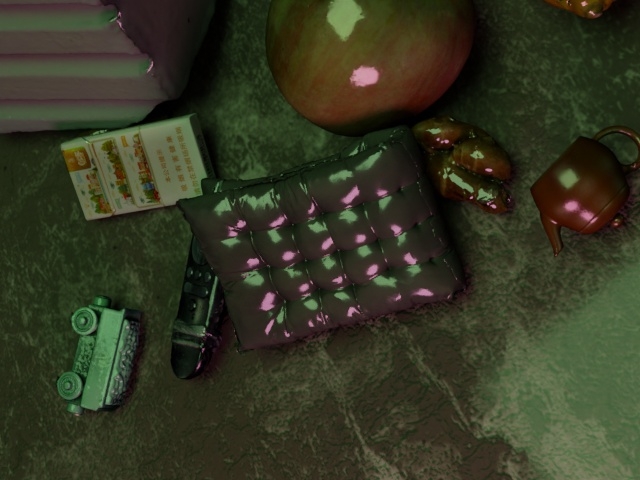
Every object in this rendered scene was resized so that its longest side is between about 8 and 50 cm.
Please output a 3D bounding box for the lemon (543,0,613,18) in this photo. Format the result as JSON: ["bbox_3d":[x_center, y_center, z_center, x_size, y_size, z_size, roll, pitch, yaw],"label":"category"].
[{"bbox_3d":[0.299,-0.378,1.716,0.188,0.188,0.257,-23,70,25],"label":"lemon"}]

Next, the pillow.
[{"bbox_3d":[0.000,0.000,1.822,0.326,0.101,0.228,-15,104,27],"label":"pillow"}]

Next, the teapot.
[{"bbox_3d":[0.317,-0.059,1.698,0.173,0.116,0.116,-47,61,-1],"label":"teapot"}]

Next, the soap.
[{"bbox_3d":[-0.383,-0.330,2.009,0.435,0.350,0.213,2,58,30],"label":"soap"}]

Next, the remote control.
[{"bbox_3d":[-0.145,0.060,1.965,0.090,0.066,0.266,14,91,58],"label":"remote control"}]

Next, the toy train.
[{"bbox_3d":[-0.308,0.165,2.033,0.099,0.070,0.172,11,87,21],"label":"toy train"}]

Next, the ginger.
[{"bbox_3d":[0.174,-0.100,1.804,0.162,0.073,0.103,22,105,25],"label":"ginger"}]

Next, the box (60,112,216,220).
[{"bbox_3d":[-0.255,-0.102,2.041,0.220,0.032,0.122,-9,108,28],"label":"box"}]

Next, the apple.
[{"bbox_3d":[0.057,-0.259,1.807,0.257,0.256,0.234,49,129,28],"label":"apple"}]

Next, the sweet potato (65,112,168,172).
[{"bbox_3d":[-0.300,-0.153,2.098,0.182,0.053,0.054,-23,31,22],"label":"sweet potato"}]
